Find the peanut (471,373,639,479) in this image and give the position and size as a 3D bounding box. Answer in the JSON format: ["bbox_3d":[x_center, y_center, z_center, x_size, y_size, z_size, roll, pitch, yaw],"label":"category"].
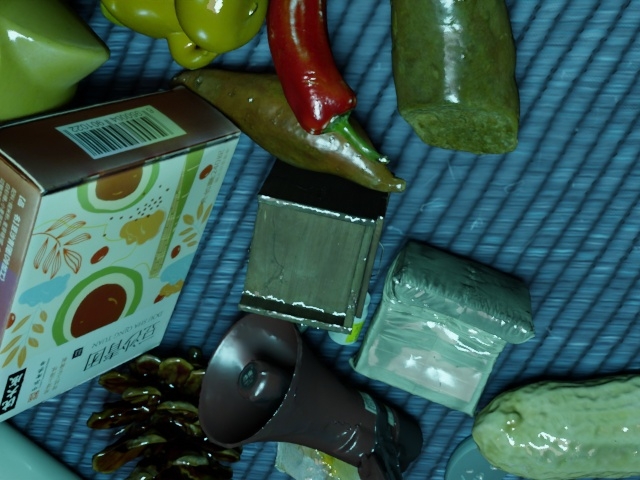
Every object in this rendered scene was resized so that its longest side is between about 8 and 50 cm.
[{"bbox_3d":[0.368,0.267,1.473,0.313,0.152,0.152,-5,111,-6],"label":"peanut"}]

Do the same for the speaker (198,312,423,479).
[{"bbox_3d":[0.031,0.250,1.429,0.330,0.259,0.198,30,82,-29],"label":"speaker"}]

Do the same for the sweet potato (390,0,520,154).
[{"bbox_3d":[0.161,-0.280,1.306,0.158,0.158,0.369,-5,103,10],"label":"sweet potato"}]

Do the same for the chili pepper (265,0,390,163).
[{"bbox_3d":[-0.001,-0.270,1.298,0.137,0.092,0.368,-6,88,14],"label":"chili pepper"}]

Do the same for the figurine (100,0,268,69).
[{"bbox_3d":[-0.171,-0.316,1.303,0.228,0.215,0.215,11,112,6],"label":"figurine"}]

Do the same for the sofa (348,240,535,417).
[{"bbox_3d":[0.165,0.138,1.445,0.210,0.176,0.225,22,112,-2],"label":"sofa"}]

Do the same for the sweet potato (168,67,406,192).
[{"bbox_3d":[-0.038,-0.163,1.390,0.359,0.112,0.112,31,112,9],"label":"sweet potato"}]

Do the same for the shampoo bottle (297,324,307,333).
[{"bbox_3d":[-0.052,0.127,1.543,0.191,0.041,0.069,-38,99,19],"label":"shampoo bottle"}]

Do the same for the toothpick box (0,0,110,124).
[{"bbox_3d":[-0.510,-0.223,1.272,0.425,0.409,0.409,-37,102,15],"label":"toothpick box"}]

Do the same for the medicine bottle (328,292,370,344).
[{"bbox_3d":[0.042,0.109,1.508,0.047,0.047,0.083,19,131,0],"label":"medicine bottle"}]

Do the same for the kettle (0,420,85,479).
[{"bbox_3d":[-0.533,0.385,1.647,0.318,0.265,0.205,40,79,-8],"label":"kettle"}]

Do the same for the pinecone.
[{"bbox_3d":[-0.223,0.300,1.521,0.244,0.309,0.244,1,146,1],"label":"pinecone"}]

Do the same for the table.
[{"bbox_3d":[0.000,0.000,1.403,0.173,0.193,0.169,13,112,3],"label":"table"}]

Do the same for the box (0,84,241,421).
[{"bbox_3d":[-0.304,0.016,1.336,0.122,0.344,0.385,37,123,20],"label":"box"}]

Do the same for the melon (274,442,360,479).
[{"bbox_3d":[-0.020,0.317,1.588,0.139,0.093,0.202,-35,99,26],"label":"melon"}]

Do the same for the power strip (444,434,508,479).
[{"bbox_3d":[0.268,0.347,1.583,0.137,0.044,0.216,30,112,-4],"label":"power strip"}]
